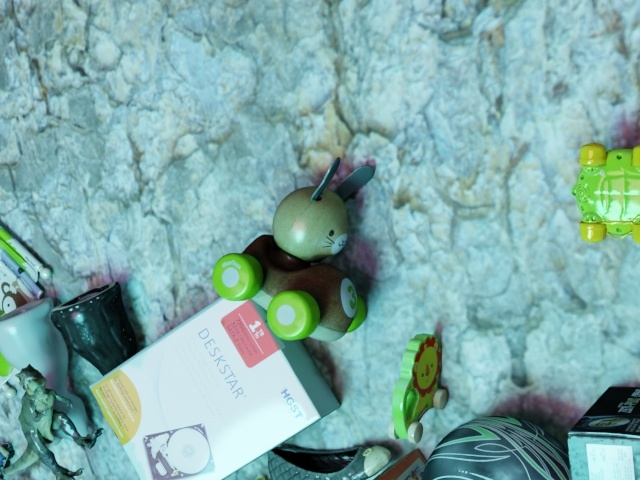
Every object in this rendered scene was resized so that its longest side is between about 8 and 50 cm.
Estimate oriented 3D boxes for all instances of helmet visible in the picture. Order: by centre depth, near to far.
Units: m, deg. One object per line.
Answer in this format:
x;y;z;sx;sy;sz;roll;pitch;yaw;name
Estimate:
0.185;0.258;1.000;0.169;0.169;0.161;43;135;17;helmet

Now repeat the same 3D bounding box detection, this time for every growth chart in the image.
-0.459;0.098;1.441;0.172;0.021;0.237;34;115;21;growth chart

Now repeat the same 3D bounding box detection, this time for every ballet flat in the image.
0.005;0.260;1.167;0.173;0.057;0.049;-15;103;33;ballet flat

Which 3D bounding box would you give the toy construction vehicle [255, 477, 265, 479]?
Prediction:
-0.036;0.339;1.227;0.098;0.035;0.085;8;114;32;toy construction vehicle

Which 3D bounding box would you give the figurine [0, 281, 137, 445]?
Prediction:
-0.323;0.179;1.331;0.215;0.092;0.209;-13;103;33;figurine

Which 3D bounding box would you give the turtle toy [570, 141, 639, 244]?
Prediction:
0.299;-0.045;0.932;0.130;0.066;0.095;4;101;30;turtle toy

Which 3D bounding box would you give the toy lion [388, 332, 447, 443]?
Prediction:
0.104;0.152;1.070;0.034;0.100;0.096;7;121;32;toy lion

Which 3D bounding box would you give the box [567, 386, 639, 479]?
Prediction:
0.297;0.244;0.939;0.078;0.147;0.180;-3;98;31;box

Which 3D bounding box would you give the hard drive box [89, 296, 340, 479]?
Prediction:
-0.125;0.183;1.180;0.232;0.089;0.181;-35;80;13;hard drive box

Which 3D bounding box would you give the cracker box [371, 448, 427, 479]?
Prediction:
0.117;0.357;1.062;0.067;0.156;0.232;-43;76;29;cracker box

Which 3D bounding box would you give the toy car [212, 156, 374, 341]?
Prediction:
0.000;0.000;1.082;0.149;0.155;0.188;32;101;22;toy car

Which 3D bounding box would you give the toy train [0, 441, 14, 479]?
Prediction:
-0.499;0.365;1.502;0.027;0.036;0.158;37;115;20;toy train

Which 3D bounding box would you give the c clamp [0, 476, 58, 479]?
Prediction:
-0.446;0.373;1.460;0.161;0.022;0.137;8;119;12;c clamp

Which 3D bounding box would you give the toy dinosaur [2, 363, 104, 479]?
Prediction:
-0.359;0.261;1.321;0.118;0.064;0.268;33;133;11;toy dinosaur
